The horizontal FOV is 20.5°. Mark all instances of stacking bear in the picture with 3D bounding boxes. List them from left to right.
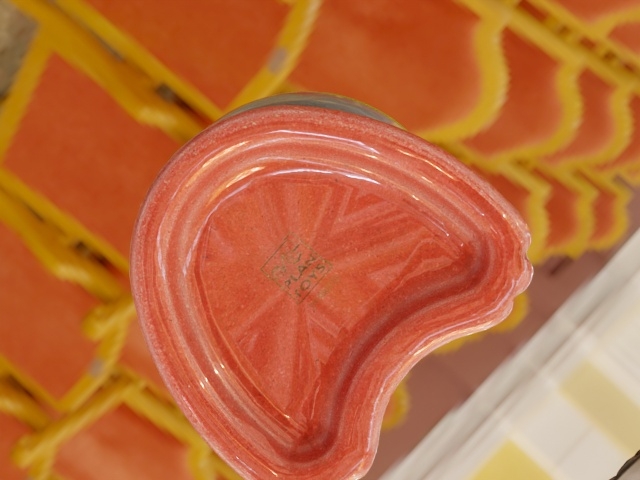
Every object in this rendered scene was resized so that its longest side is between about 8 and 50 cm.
[{"bbox_3d":[0.000,0.000,0.935,0.175,0.164,0.289,-49,-179,8],"label":"stacking bear"}]

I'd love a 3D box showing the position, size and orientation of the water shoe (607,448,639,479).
[{"bbox_3d":[0.066,0.100,0.354,0.203,0.080,0.073,-52,161,25],"label":"water shoe"}]
